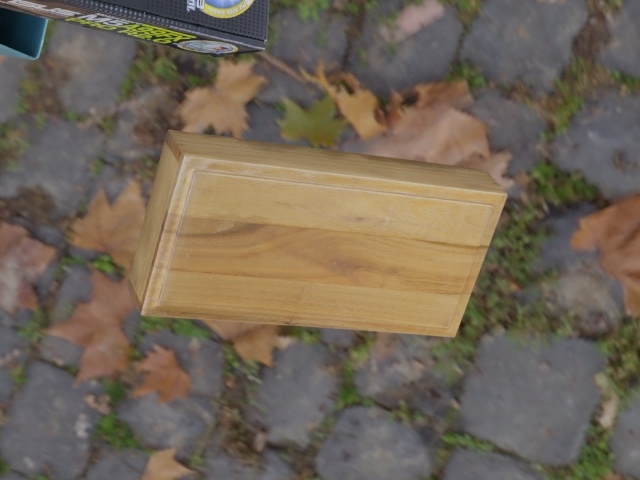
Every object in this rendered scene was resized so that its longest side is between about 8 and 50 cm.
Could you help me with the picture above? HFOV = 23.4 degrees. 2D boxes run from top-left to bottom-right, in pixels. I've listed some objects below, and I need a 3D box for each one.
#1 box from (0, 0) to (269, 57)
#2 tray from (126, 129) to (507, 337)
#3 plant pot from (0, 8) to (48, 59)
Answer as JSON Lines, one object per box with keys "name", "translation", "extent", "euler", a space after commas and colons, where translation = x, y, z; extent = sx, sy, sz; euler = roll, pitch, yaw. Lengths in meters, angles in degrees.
{"name": "box", "translation": [-0.125, -0.273, 1.024], "extent": [0.060, 0.216, 0.270], "euler": [-2, 83, 46]}
{"name": "tray", "translation": [0.000, 0.000, 1.794], "extent": [0.076, 0.411, 0.203], "euler": [-125, 47, -55]}
{"name": "plant pot", "translation": [-0.465, -0.330, 1.913], "extent": [0.234, 0.165, 0.166], "euler": [9, 84, 42]}
